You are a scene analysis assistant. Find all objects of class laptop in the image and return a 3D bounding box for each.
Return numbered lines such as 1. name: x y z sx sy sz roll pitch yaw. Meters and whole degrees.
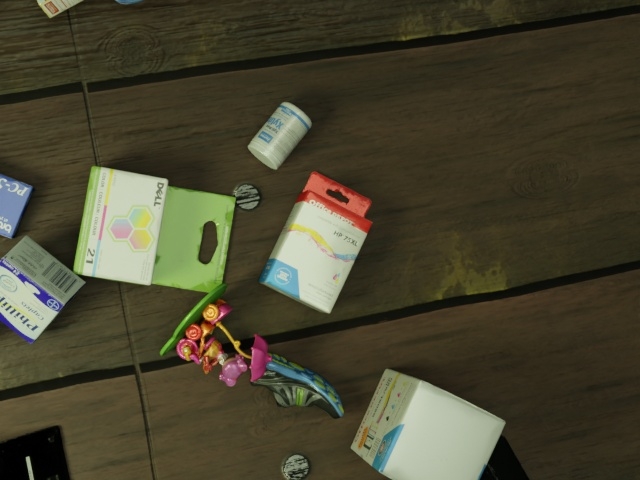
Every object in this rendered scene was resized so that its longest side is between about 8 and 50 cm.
1. laptop: -0.568 0.460 1.624 0.264 0.137 0.234 -12 91 -38

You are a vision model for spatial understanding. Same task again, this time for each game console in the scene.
1. game console: 0.326 0.452 1.815 0.107 0.071 0.122 -29 94 19

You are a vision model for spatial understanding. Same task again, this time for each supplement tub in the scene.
1. supplement tub: -0.072 -0.189 1.721 0.071 0.071 0.107 39 80 -8

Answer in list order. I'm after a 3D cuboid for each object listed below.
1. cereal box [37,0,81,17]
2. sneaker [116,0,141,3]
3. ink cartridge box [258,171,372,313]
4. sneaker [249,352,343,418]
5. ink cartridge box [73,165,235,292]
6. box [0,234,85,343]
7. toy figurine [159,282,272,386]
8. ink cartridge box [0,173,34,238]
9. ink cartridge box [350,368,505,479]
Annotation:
1. cereal box: -0.388 -0.502 1.617 0.240 0.047 0.173 -27 66 3
2. sneaker: -0.212 -0.478 1.668 0.330 0.147 0.129 -18 65 8
3. ink cartridge box: 0.000 0.000 1.726 0.134 0.078 0.231 26 83 -10
4. sneaker: -0.043 0.270 1.723 0.188 0.067 0.078 28 103 -11
5. ink cartridge box: -0.281 -0.014 1.658 0.255 0.097 0.188 9 86 -11
6. box: -0.483 0.084 1.587 0.126 0.137 0.072 40 39 -8
7. toy figurine: -0.167 0.189 1.651 0.159 0.130 0.173 43 103 5
8. ink cartridge box: -0.601 -0.085 1.618 0.207 0.046 0.097 22 85 -11
9. ink cartridge box: 0.180 0.340 1.675 0.168 0.233 0.171 26 83 -8
